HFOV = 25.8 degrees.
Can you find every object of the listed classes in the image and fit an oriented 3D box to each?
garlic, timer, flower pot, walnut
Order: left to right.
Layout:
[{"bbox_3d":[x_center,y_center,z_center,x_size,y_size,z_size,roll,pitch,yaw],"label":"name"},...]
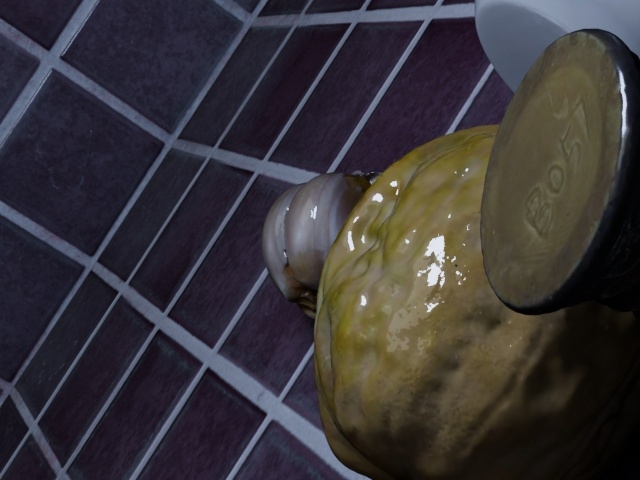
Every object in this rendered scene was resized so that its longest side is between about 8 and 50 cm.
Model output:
[{"bbox_3d":[0.000,0.000,1.748,0.214,0.160,0.191,-12,42,57],"label":"garlic"},{"bbox_3d":[0.146,0.059,1.176,0.344,0.306,0.306,-54,20,-16],"label":"walnut"},{"bbox_3d":[0.308,-0.241,1.321,0.285,0.285,0.285,-45,23,25],"label":"timer"},{"bbox_3d":[0.267,-0.018,0.947,0.266,0.267,0.267,-169,90,-73],"label":"flower pot"}]
